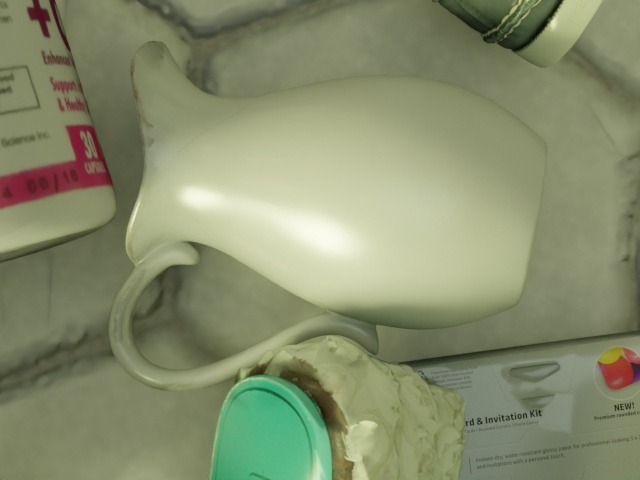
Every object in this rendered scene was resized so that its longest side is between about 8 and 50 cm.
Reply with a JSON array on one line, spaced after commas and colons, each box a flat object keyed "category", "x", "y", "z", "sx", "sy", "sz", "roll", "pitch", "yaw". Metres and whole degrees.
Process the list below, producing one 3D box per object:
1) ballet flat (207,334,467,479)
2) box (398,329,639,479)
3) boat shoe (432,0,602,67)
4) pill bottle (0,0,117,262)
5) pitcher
[{"category": "ballet flat", "x": -0.003, "y": 0.248, "z": 0.676, "sx": 0.147, "sy": 0.147, "sz": 0.408, "roll": 12, "pitch": 99, "yaw": -5}, {"category": "box", "x": 0.121, "y": 0.150, "z": 0.736, "sx": 0.145, "sy": 0.038, "sz": 0.186, "roll": -8, "pitch": 91, "yaw": -5}, {"category": "boat shoe", "x": 0.144, "y": -0.252, "z": 0.702, "sx": 0.099, "sy": 0.116, "sz": 0.319, "roll": 24, "pitch": 93, "yaw": -8}, {"category": "pill bottle", "x": -0.212, "y": -0.120, "z": 0.648, "sx": 0.160, "sy": 0.160, "sz": 0.283, "roll": -17, "pitch": 91, "yaw": -5}, {"category": "pitcher", "x": 0.000, "y": 0.000, "z": 0.689, "sx": 0.207, "sy": 0.125, "sz": 0.177, "roll": 9, "pitch": 94, "yaw": 5}]
